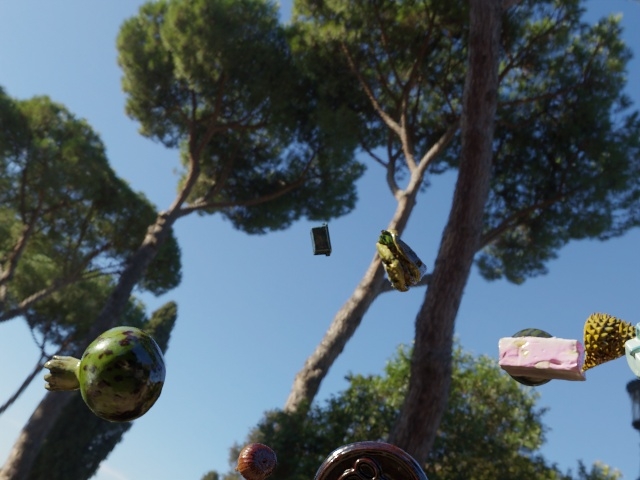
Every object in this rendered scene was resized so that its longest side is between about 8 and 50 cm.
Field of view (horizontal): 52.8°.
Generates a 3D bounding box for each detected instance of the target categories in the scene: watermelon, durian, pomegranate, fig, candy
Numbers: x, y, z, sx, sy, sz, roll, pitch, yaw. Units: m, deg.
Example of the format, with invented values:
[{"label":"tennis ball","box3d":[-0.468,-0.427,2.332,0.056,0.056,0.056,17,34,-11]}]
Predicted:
[{"label":"watermelon","box3d":[0.772,0.423,2.352,0.212,0.212,0.212,19,-32,12]},{"label":"durian","box3d":[0.912,0.303,1.999,0.186,0.260,0.154,3,-78,22]},{"label":"pomegranate","box3d":[-0.552,0.330,1.683,0.305,0.242,0.242,24,-31,8]},{"label":"fig","box3d":[-0.209,0.684,1.940,0.119,0.119,0.153,39,-75,-19]},{"label":"candy","box3d":[0.736,0.389,2.134,0.265,0.116,0.155,-2,-22,33]}]

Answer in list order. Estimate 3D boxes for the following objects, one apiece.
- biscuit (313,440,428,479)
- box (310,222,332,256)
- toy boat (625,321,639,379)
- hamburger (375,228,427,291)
[{"label":"biscuit","box3d":[0.160,0.851,2.061,0.407,0.408,0.091,20,-5,10]},{"label":"box","box3d":[0.000,0.000,1.997,0.054,0.099,0.074,-8,-15,-5]},{"label":"toy boat","box3d":[0.803,0.321,1.525,0.133,0.145,0.332,-19,-61,3]},{"label":"hamburger","box3d":[0.260,0.061,2.081,0.129,0.206,0.183,-24,-20,3]}]
